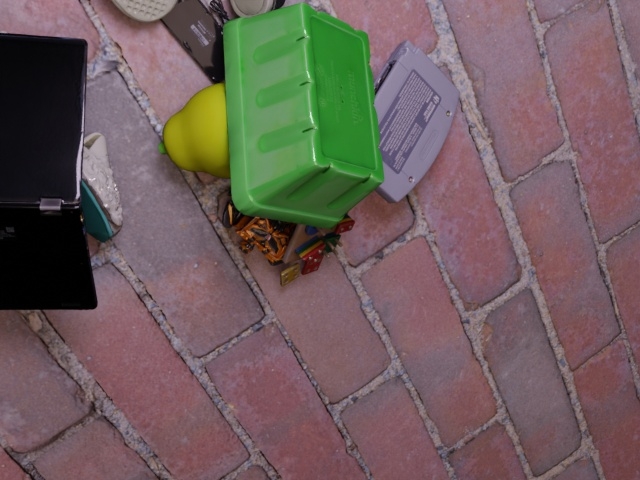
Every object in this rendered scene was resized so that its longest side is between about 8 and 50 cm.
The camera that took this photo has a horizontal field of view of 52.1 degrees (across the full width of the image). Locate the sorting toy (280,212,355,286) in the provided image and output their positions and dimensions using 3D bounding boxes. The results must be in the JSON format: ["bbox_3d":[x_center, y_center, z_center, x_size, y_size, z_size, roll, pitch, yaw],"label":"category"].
[{"bbox_3d":[0.000,0.000,1.331,0.132,0.046,0.274,-16,142,-43],"label":"sorting toy"}]

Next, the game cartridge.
[{"bbox_3d":[0.168,-0.234,1.341,0.196,0.060,0.294,38,74,-23],"label":"game cartridge"}]

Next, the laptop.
[{"bbox_3d":[-0.567,-0.097,1.060,0.382,0.236,0.407,1,137,-10],"label":"laptop"}]

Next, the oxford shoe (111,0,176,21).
[{"bbox_3d":[-0.350,-0.576,1.044,0.169,0.130,0.449,-31,126,-13],"label":"oxford shoe"}]

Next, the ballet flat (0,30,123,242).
[{"bbox_3d":[-0.456,-0.183,1.141,0.147,0.147,0.408,-37,117,-5],"label":"ballet flat"}]

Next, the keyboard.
[{"bbox_3d":[-0.211,-0.392,1.211,0.108,0.023,0.180,-40,117,4],"label":"keyboard"}]

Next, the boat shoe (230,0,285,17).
[{"bbox_3d":[-0.103,-0.567,1.145,0.113,0.127,0.339,-32,122,-52],"label":"boat shoe"}]

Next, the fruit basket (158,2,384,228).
[{"bbox_3d":[-0.097,-0.203,1.189,0.283,0.392,0.391,8,106,-43],"label":"fruit basket"}]

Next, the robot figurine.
[{"bbox_3d":[-0.061,-0.081,1.337,0.211,0.085,0.291,41,91,-26],"label":"robot figurine"}]
